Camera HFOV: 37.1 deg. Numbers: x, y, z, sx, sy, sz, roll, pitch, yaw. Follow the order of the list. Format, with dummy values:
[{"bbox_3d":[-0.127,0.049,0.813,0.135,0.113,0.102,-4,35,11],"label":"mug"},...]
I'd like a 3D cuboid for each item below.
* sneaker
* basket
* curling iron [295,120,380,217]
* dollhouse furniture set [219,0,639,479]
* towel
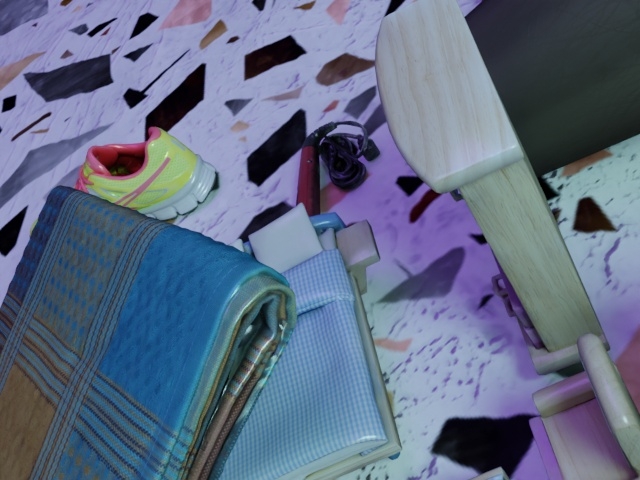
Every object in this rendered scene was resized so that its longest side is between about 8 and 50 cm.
[{"bbox_3d":[-0.210,-0.053,0.932,0.208,0.094,0.081,-25,42,18],"label":"sneaker"},{"bbox_3d":[0.192,-0.138,0.619,0.204,0.154,0.227,-21,-6,-38],"label":"basket"},{"bbox_3d":[0.000,0.000,0.767,0.068,0.035,0.274,-14,45,27],"label":"curling iron"},{"bbox_3d":[-0.002,0.057,0.558,0.303,0.198,0.286,-25,46,14],"label":"dollhouse furniture set"},{"bbox_3d":[-0.160,0.108,0.617,0.370,0.040,0.271,18,84,58],"label":"towel"}]
